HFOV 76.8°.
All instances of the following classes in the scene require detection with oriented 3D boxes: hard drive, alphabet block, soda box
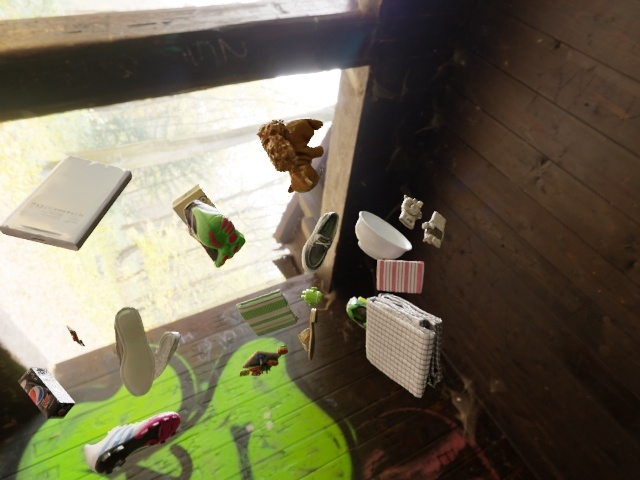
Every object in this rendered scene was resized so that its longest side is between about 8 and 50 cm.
[{"bbox_3d":[-0.728,-0.119,1.183,0.040,0.210,0.319,105,-3,-48],"label":"hard drive"},{"bbox_3d":[-0.720,-0.191,2.343,0.192,0.197,0.193,57,-7,-26],"label":"alphabet block"},{"bbox_3d":[-0.784,0.435,1.157,0.169,0.053,0.060,31,-13,24],"label":"soda box"}]

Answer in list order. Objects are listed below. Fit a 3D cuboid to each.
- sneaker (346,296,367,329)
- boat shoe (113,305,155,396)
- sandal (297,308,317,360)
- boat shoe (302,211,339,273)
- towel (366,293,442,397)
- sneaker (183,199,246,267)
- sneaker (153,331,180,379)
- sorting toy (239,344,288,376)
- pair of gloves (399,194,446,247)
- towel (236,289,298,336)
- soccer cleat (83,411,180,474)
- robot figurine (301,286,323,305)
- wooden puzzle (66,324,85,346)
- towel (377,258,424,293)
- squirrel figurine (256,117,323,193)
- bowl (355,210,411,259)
[{"bbox_3d":[0.268,0.393,1.879,0.343,0.146,0.134,26,-80,10],"label":"sneaker"},{"bbox_3d":[-0.638,0.374,1.383,0.091,0.109,0.305,-10,-89,59],"label":"boat shoe"},{"bbox_3d":[-0.066,0.440,1.904,0.088,0.079,0.240,66,28,-63],"label":"sandal"},{"bbox_3d":[0.000,0.000,1.998,0.119,0.121,0.335,143,-33,-67],"label":"boat shoe"},{"bbox_3d":[0.271,0.323,1.309,0.283,0.121,0.235,23,-64,53],"label":"towel"},{"bbox_3d":[-0.446,-0.034,1.701,0.202,0.185,0.483,43,-20,12],"label":"sneaker"},{"bbox_3d":[-0.710,0.529,1.839,0.090,0.235,0.095,27,-10,9],"label":"sneaker"},{"bbox_3d":[-0.267,0.563,1.827,0.274,0.132,0.046,-48,-138,28],"label":"sorting toy"},{"bbox_3d":[0.443,-0.081,1.752,0.240,0.204,0.042,34,-44,-11],"label":"pair of gloves"},{"bbox_3d":[-0.266,0.378,2.080,0.325,0.247,0.038,70,1,-51],"label":"towel"},{"bbox_3d":[-0.676,0.699,1.461,0.143,0.331,0.116,14,-75,34],"label":"soccer cleat"},{"bbox_3d":[-0.043,0.298,2.151,0.067,0.115,0.101,54,46,-88],"label":"robot figurine"},{"bbox_3d":[-0.851,0.332,1.398,0.116,0.014,0.079,2,-64,44],"label":"wooden puzzle"},{"bbox_3d":[0.341,0.153,1.737,0.029,0.197,0.144,-54,146,-70],"label":"towel"},{"bbox_3d":[-0.158,-0.437,2.133,0.281,0.397,0.371,-9,-94,39],"label":"squirrel figurine"},{"bbox_3d":[0.274,-0.001,1.922,0.134,0.297,0.298,-55,-133,20],"label":"bowl"}]
